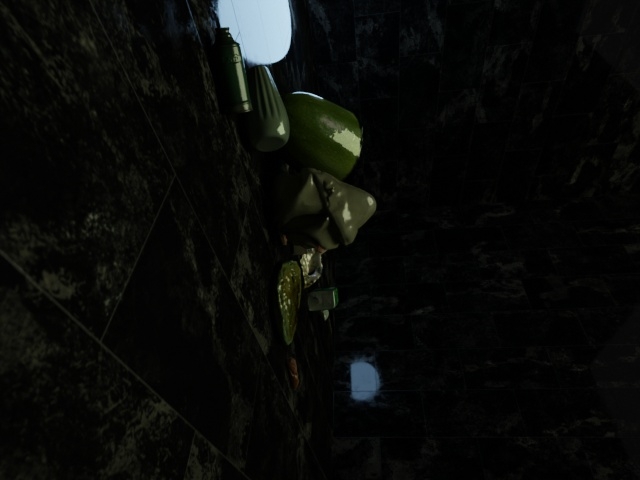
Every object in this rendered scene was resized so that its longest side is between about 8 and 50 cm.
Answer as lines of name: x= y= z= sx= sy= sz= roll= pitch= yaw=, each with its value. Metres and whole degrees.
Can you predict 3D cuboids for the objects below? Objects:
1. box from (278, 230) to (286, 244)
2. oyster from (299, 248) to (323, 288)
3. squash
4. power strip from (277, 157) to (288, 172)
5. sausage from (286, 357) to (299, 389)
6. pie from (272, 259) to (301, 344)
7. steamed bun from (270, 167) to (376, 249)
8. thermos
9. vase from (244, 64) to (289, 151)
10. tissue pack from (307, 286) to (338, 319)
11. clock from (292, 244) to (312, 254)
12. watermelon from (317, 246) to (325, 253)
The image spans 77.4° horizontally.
box: x=-0.147 y=-0.032 z=1.560 sx=0.093 sy=0.015 sz=0.058 roll=76 pitch=11 yaw=-53
oyster: x=-0.049 y=0.130 z=1.987 sx=0.072 sy=0.133 sz=0.209 roll=-31 pitch=-112 yaw=56
squash: x=-0.057 y=-0.370 z=1.412 sx=0.309 sy=0.310 sz=0.310 roll=11 pitch=73 yaw=-47
power strip: x=-0.148 y=-0.319 z=1.624 sx=0.123 sy=0.032 sz=0.056 roll=-83 pitch=169 yaw=-60
sausage: x=-0.107 y=0.514 z=1.550 sx=0.036 sy=0.042 sz=0.157 roll=34 pitch=-42 yaw=48
pie: x=-0.117 y=0.229 z=1.469 sx=0.323 sy=0.071 sz=0.323 roll=-2 pitch=90 yaw=-84
steamed bun: x=-0.023 y=-0.091 z=1.440 sx=0.255 sy=0.368 sz=0.342 roll=-67 pitch=-164 yaw=-13
thermos: x=-0.212 y=-0.403 z=0.955 sx=0.083 sy=0.073 sz=0.187 roll=-76 pitch=162 yaw=-64
vase: x=-0.165 y=-0.391 z=1.167 sx=0.128 sy=0.128 sz=0.248 roll=60 pitch=19 yaw=-75
tissue pack: x=0.017 y=0.343 z=2.187 sx=0.209 sy=0.148 sz=0.156 roll=14 pitch=71 yaw=-83
clock: x=-0.084 y=-0.007 z=1.842 sx=0.192 sy=0.071 sz=0.146 roll=5 pitch=82 yaw=-84
watermelon: x=-0.022 y=-0.003 z=2.085 sx=0.136 sy=0.202 sz=0.207 roll=31 pitch=-47 yaw=50
